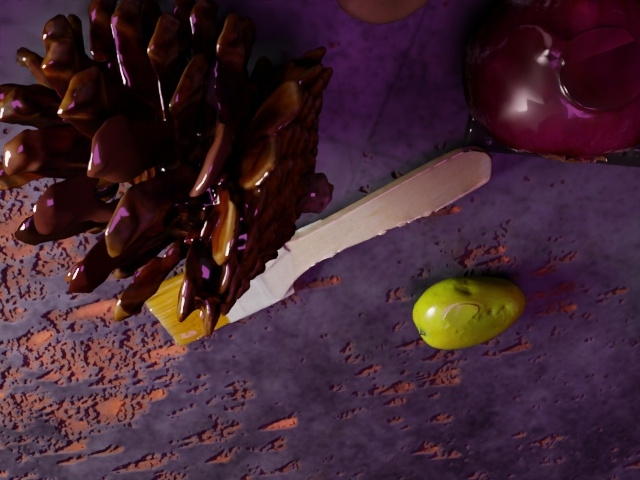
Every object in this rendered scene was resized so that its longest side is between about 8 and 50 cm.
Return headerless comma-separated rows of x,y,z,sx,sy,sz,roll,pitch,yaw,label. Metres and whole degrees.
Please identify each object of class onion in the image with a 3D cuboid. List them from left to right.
0.198,-0.155,0.859,0.173,0.135,0.198,-6,106,-3,onion

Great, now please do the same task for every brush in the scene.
0.000,0.000,0.997,0.337,0.020,0.085,-25,124,10,brush

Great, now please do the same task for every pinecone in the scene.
-0.120,-0.064,0.822,0.264,0.264,0.264,-4,122,-6,pinecone

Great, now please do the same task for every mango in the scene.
0.140,0.065,1.042,0.108,0.056,0.073,-13,128,-4,mango

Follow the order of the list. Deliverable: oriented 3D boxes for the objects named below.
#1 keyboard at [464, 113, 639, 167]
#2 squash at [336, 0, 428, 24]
0.320,-0.104,0.973,0.382,0.041,0.103,2,121,-9,keyboard
0.109,-0.257,0.829,0.250,0.083,0.083,-39,119,12,squash
